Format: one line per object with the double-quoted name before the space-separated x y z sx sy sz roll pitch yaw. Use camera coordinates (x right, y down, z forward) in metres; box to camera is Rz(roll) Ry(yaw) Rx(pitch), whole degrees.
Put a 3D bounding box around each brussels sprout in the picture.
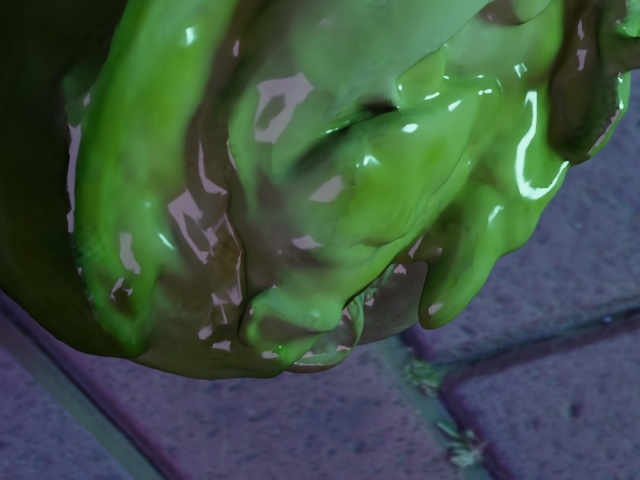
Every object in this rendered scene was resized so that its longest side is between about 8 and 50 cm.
"brussels sprout" -0.025 -0.127 0.714 0.371 0.315 0.276 -36 134 9

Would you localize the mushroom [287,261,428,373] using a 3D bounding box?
"mushroom" 0.013 -0.008 0.953 0.206 0.209 0.206 -16 130 -20
